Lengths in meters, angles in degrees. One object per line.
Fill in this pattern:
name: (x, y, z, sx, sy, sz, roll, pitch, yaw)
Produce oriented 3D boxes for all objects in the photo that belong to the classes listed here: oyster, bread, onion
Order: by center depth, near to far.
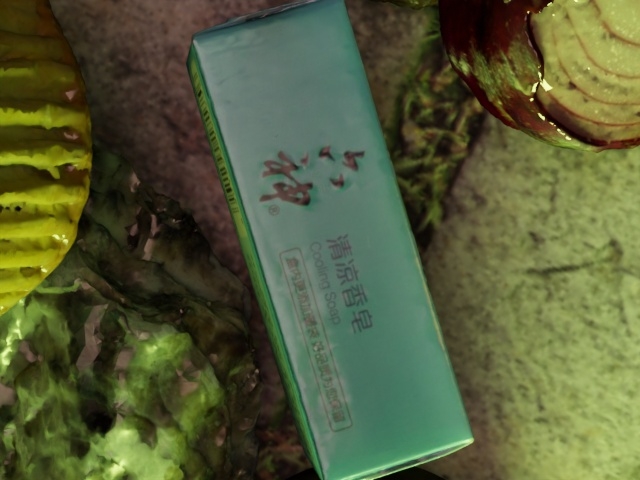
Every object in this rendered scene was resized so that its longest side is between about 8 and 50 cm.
bread: (-0.243, -0.047, 0.929, 0.253, 0.142, 0.227, -40, 73, 22)
onion: (0.169, -0.129, 0.946, 0.218, 0.140, 0.195, 24, 99, -33)
oyster: (-0.124, 0.081, 0.995, 0.198, 0.112, 0.267, -31, 84, 9)

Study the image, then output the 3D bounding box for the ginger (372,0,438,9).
ginger: (0.001, -0.174, 0.971, 0.162, 0.103, 0.073, 19, 93, 2)

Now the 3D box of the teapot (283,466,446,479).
teapot: (0.006, 0.220, 0.963, 0.268, 0.175, 0.185, -31, 88, 8)

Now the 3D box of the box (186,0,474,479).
box: (0.000, 0.000, 0.956, 0.083, 0.142, 0.232, -18, 92, -6)
